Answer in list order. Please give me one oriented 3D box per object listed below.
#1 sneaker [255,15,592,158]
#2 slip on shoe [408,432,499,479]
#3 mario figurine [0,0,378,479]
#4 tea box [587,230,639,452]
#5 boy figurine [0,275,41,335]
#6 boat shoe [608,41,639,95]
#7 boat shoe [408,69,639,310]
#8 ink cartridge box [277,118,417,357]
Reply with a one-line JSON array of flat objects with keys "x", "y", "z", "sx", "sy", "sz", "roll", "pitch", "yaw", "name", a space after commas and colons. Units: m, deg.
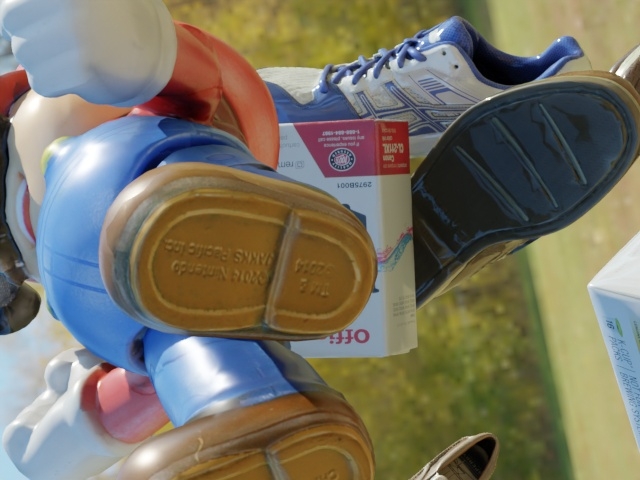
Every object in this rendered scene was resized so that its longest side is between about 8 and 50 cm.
[{"x": 0.075, "y": -0.128, "z": 1.599, "sx": 0.112, "sy": 0.296, "sz": 0.131, "roll": -85, "pitch": 0, "yaw": -59, "name": "sneaker"}, {"x": 0.091, "y": 0.196, "z": 1.513, "sx": 0.051, "sy": 0.135, "sz": 0.041, "roll": 48, "pitch": 148, "yaw": 6, "name": "slip on shoe"}, {"x": -0.089, "y": 0.004, "z": 0.721, "sx": 0.170, "sy": 0.198, "sz": 0.320, "roll": 31, "pitch": -174, "yaw": -22, "name": "mario figurine"}, {"x": 0.444, "y": 0.132, "z": 1.660, "sx": 0.323, "sy": 0.220, "sz": 0.329, "roll": 17, "pitch": 139, "yaw": 45, "name": "tea box"}, {"x": -0.277, "y": -0.025, "z": 1.262, "sx": 0.092, "sy": 0.177, "sz": 0.285, "roll": 27, "pitch": 152, "yaw": 35, "name": "boy figurine"}, {"x": 0.354, "y": -0.175, "z": 1.903, "sx": 0.095, "sy": 0.257, "sz": 0.095, "roll": 9, "pitch": 119, "yaw": 54, "name": "boat shoe"}, {"x": 0.136, "y": -0.047, "z": 1.490, "sx": 0.104, "sy": 0.307, "sz": 0.111, "roll": -31, "pitch": -91, "yaw": -48, "name": "boat shoe"}, {"x": 0.000, "y": 0.000, "z": 1.470, "sx": 0.072, "sy": 0.127, "sz": 0.175, "roll": -7, "pitch": -85, "yaw": -70, "name": "ink cartridge box"}]
